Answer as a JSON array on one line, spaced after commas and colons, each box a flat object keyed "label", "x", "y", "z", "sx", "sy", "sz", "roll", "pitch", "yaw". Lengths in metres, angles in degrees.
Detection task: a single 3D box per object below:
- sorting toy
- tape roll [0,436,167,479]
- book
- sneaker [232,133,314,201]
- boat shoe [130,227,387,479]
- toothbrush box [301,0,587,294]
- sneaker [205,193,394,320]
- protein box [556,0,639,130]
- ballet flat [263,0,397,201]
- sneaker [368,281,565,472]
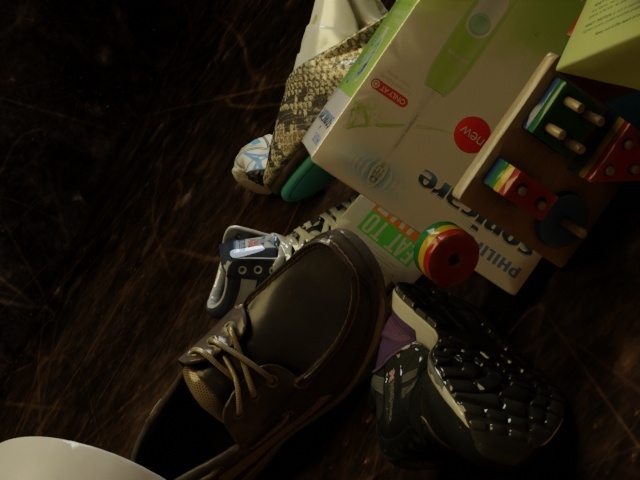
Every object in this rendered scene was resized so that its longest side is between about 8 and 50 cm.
[{"label": "sorting toy", "x": 0.196, "y": -0.061, "z": 1.162, "sx": 0.274, "sy": 0.132, "sz": 0.046, "roll": -56, "pitch": 36, "yaw": 5}, {"label": "tape roll", "x": -0.243, "y": 0.325, "z": 1.463, "sx": 0.246, "sy": 0.246, "sz": 0.169, "roll": -36, "pitch": 27, "yaw": 49}, {"label": "book", "x": 0.091, "y": -0.032, "z": 1.430, "sx": 0.144, "sy": 0.096, "sz": 0.035, "roll": -49, "pitch": 4, "yaw": 27}, {"label": "sneaker", "x": -0.054, "y": -0.101, "z": 1.955, "sx": 0.086, "sy": 0.085, "sz": 0.237, "roll": -63, "pitch": 19, "yaw": -4}, {"label": "boat shoe", "x": -0.064, "y": 0.137, "z": 1.438, "sx": 0.130, "sy": 0.132, "sz": 0.355, "roll": -15, "pitch": -35, "yaw": -53}, {"label": "toothbrush box", "x": 0.148, "y": -0.133, "z": 1.249, "sx": 0.283, "sy": 0.206, "sz": 0.122, "roll": -55, "pitch": 10, "yaw": 7}, {"label": "sneaker", "x": 0.000, "y": 0.000, "z": 1.521, "sx": 0.282, "sy": 0.153, "sz": 0.099, "roll": -52, "pitch": 19, "yaw": 16}, {"label": "protein box", "x": 0.305, "y": -0.187, "z": 1.057, "sx": 0.200, "sy": 0.136, "sz": 0.201, "roll": -18, "pitch": 42, "yaw": 64}, {"label": "ballet flat", "x": 0.105, "y": -0.223, "z": 1.454, "sx": 0.483, "sy": 0.182, "sz": 0.164, "roll": -32, "pitch": -8, "yaw": 31}, {"label": "sneaker", "x": 0.101, "y": 0.136, "z": 1.156, "sx": 0.283, "sy": 0.107, "sz": 0.124, "roll": -113, "pitch": 43, "yaw": -73}]
